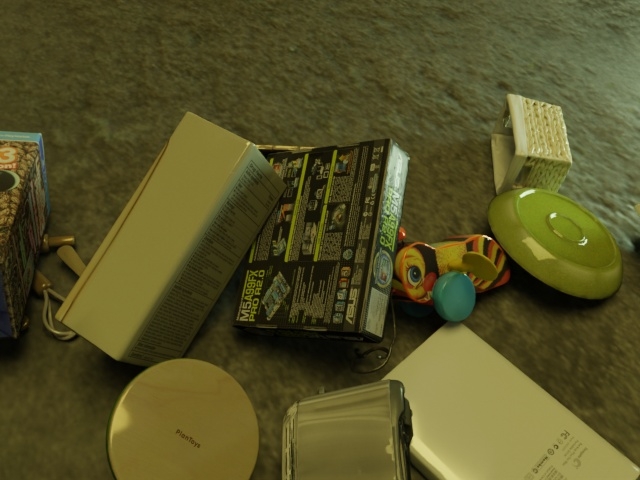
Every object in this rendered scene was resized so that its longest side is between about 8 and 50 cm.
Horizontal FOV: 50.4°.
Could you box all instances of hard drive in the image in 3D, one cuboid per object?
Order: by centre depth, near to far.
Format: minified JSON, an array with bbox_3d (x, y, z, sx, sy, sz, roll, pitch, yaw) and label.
[{"bbox_3d":[0.227,0.259,0.885,0.203,0.040,0.307,-35,61,-29],"label":"hard drive"}]

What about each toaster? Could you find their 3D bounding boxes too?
[{"bbox_3d":[0.038,0.275,0.785,0.147,0.129,0.226,-9,58,10],"label":"toaster"}]

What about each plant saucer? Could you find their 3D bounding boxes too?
[{"bbox_3d":[0.383,-0.010,1.082,0.241,0.037,0.240,16,40,-14],"label":"plant saucer"}]

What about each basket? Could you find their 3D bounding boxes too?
[{"bbox_3d":[0.372,-0.163,1.207,0.103,0.113,0.167,8,50,-2],"label":"basket"}]

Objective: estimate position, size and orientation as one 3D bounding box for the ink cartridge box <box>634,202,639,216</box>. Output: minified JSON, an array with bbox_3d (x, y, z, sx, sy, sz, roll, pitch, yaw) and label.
[{"bbox_3d":[0.659,-0.036,1.013,0.117,0.283,0.207,27,35,-41],"label":"ink cartridge box"}]

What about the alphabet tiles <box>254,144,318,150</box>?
[{"bbox_3d":[-0.058,-0.150,1.119,0.199,0.009,0.237,2,7,-4],"label":"alphabet tiles"}]

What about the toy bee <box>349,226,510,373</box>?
[{"bbox_3d":[0.154,0.042,0.961,0.195,0.162,0.298,-9,16,34],"label":"toy bee"}]

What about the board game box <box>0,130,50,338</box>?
[{"bbox_3d":[-0.510,-0.018,0.911,0.232,0.141,0.291,1,39,-13],"label":"board game box"}]

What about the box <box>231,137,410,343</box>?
[{"bbox_3d":[0.000,0.000,0.941,0.216,0.060,0.269,-3,68,35],"label":"box"}]

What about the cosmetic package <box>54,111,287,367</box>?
[{"bbox_3d":[-0.186,0.008,0.897,0.113,0.160,0.309,28,81,19],"label":"cosmetic package"}]

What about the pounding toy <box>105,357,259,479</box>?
[{"bbox_3d":[-0.165,0.266,0.821,0.183,0.110,0.236,-27,86,-38],"label":"pounding toy"}]

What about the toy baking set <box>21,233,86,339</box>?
[{"bbox_3d":[-0.426,0.069,0.994,0.256,0.030,0.196,-8,54,-12],"label":"toy baking set"}]
